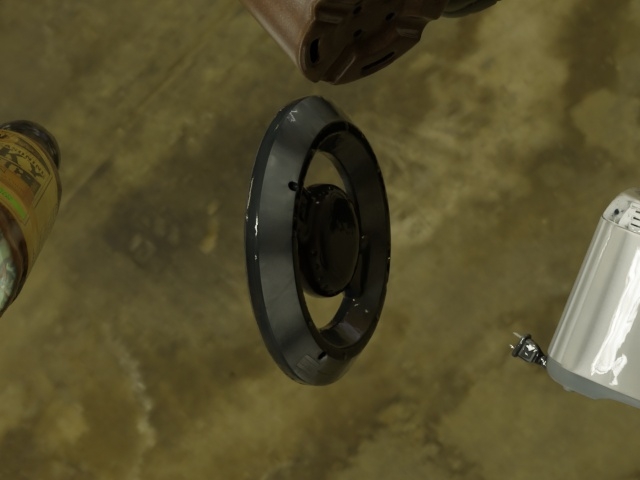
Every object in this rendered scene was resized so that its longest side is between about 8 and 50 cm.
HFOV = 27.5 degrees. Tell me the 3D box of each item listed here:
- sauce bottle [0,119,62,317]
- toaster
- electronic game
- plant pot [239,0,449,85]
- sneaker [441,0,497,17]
[{"bbox_3d":[-0.269,-0.029,1.053,0.111,0.111,0.344,-37,17,7],"label":"sauce bottle"},{"bbox_3d":[0.266,0.054,0.946,0.227,0.129,0.147,21,103,19],"label":"toaster"},{"bbox_3d":[0.000,0.000,1.031,0.048,0.229,0.229,-1,56,25],"label":"electronic game"},{"bbox_3d":[-0.003,-0.206,0.895,0.167,0.167,0.165,-37,67,7],"label":"plant pot"},{"bbox_3d":[0.148,-0.327,1.103,0.341,0.139,0.125,-54,43,46],"label":"sneaker"}]
